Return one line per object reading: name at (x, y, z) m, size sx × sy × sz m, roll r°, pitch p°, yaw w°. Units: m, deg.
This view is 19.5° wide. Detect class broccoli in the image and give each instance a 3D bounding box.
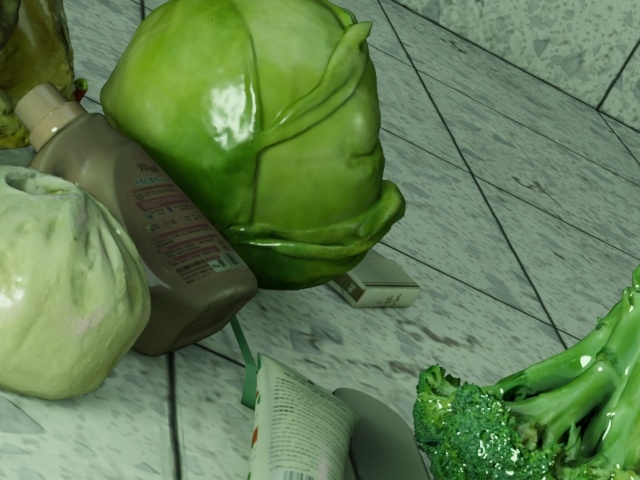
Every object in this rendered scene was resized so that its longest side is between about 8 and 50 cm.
broccoli at (0.209, 0.139, 1.361) m, size 0.254 × 0.269 × 0.269 m, roll 28°, pitch 16°, yaw -29°

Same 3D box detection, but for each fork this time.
fork at (-0.059, 0.094, 1.468) m, size 0.039 × 0.021 × 0.235 m, roll 28°, pitch 14°, yaw -25°

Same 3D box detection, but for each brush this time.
brush at (-0.229, -0.108, 1.650) m, size 0.019 × 0.083 × 0.021 m, roll 37°, pitch 19°, yaw 18°

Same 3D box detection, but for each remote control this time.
remote control at (0.050, 0.178, 1.402) m, size 0.077 × 0.022 × 0.245 m, roll 23°, pitch 18°, yaw -18°

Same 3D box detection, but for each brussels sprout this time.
brussels sprout at (-0.051, -0.096, 1.627) m, size 0.227 × 0.259 × 0.294 m, roll -28°, pitch 46°, yaw -34°

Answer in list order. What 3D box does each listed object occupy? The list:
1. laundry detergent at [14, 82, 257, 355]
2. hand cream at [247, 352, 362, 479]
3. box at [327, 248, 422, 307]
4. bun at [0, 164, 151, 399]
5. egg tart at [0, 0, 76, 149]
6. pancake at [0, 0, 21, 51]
laundry detergent at (-0.167, -0.022, 1.426) m, size 0.237 × 0.076 × 0.171 m, roll 49°, pitch 23°, yaw 9°
hand cream at (-0.015, 0.151, 1.284) m, size 0.095 × 0.059 × 0.276 m, roll 33°, pitch 18°, yaw -8°
box at (0.000, 0.000, 1.835) m, size 0.198 × 0.029 × 0.109 m, roll 38°, pitch 18°, yaw 28°
bun at (-0.207, 0.012, 1.257) m, size 0.193 × 0.128 × 0.178 m, roll 33°, pitch 17°, yaw 16°
egg tart at (-0.314, -0.191, 1.557) m, size 0.288 × 0.118 × 0.288 m, roll 43°, pitch 32°, yaw -36°
pancake at (-0.322, -0.256, 1.407) m, size 0.294 × 0.049 × 0.294 m, roll 44°, pitch 31°, yaw -36°
